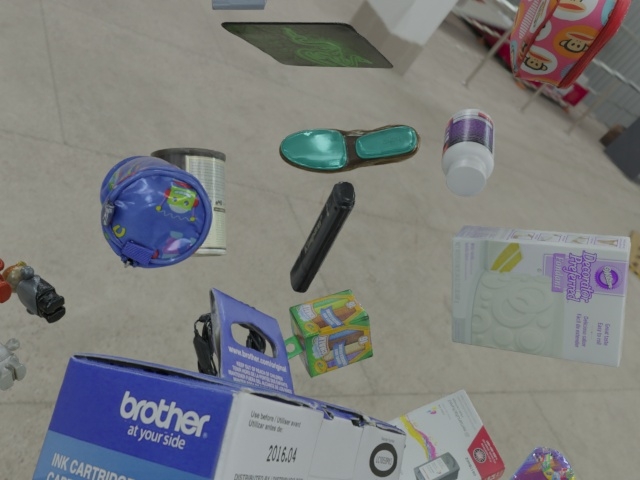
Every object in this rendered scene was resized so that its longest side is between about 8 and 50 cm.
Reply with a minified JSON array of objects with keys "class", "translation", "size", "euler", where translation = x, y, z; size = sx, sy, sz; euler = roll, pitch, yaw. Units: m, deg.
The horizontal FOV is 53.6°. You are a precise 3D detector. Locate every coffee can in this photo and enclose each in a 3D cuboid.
[{"class":"coffee can","translation":[-0.354,-0.096,1.711],"size":[0.201,0.201,0.275],"euler":[2,85,-45]}]

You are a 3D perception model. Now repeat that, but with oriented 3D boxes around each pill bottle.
[{"class":"pill bottle","translation":[0.312,-0.183,1.338],"size":[0.108,0.108,0.193],"euler":[31,44,-14]}]

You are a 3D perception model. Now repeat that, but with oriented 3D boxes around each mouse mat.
[{"class":"mouse mat","translation":[-0.008,-0.225,0.738],"size":[0.152,0.007,0.189],"euler":[7,5,21]}]

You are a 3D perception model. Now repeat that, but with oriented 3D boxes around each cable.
[{"class":"cable","translation":[-0.176,0.212,1.257],"size":[0.150,0.047,0.185],"euler":[-28,113,-35]}]

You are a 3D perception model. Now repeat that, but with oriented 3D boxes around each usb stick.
[{"class":"usb stick","translation":[0.000,0.000,1.244],"size":[0.045,0.278,0.077],"euler":[16,44,-13]}]

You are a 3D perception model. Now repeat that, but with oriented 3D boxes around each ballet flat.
[{"class":"ballet flat","translation":[0.075,-0.220,1.561],"size":[0.124,0.342,0.116],"euler":[48,36,-80]}]

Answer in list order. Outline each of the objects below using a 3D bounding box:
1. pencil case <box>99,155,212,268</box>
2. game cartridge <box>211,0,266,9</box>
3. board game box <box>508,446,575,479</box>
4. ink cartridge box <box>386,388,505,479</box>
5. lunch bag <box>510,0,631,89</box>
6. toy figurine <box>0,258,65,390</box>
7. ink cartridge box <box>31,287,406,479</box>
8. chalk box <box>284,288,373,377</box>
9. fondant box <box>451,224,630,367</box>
[{"class":"pencil case","translation":[-0.229,-0.043,0.840],"size":[0.119,0.133,0.306],"euler":[36,-4,-22]},{"class":"game cartridge","translation":[-0.071,-0.249,0.563],"size":[0.056,0.083,0.017],"euler":[-4,20,-8]},{"class":"board game box","translation":[0.339,0.406,0.969],"size":[0.133,0.168,0.033],"euler":[51,-16,-16]},{"class":"ink cartridge box","translation":[0.280,0.552,1.626],"size":[0.306,0.131,0.226],"euler":[-20,59,-9]},{"class":"lunch bag","translation":[0.379,-0.396,0.913],"size":[0.120,0.258,0.293],"euler":[17,75,4]},{"class":"toy figurine","translation":[-0.539,0.120,0.992],"size":[0.148,0.213,0.209],"euler":[29,-2,21]},{"class":"ink cartridge box","translation":[-0.069,0.240,0.439],"size":[0.270,0.151,0.396],"euler":[38,62,-56]},{"class":"chalk box","translation":[0.002,0.228,1.533],"size":[0.213,0.132,0.132],"euler":[-16,33,-14]},{"class":"fondant box","translation":[0.437,0.105,1.284],"size":[0.330,0.238,0.096],"euler":[5,19,26]}]
